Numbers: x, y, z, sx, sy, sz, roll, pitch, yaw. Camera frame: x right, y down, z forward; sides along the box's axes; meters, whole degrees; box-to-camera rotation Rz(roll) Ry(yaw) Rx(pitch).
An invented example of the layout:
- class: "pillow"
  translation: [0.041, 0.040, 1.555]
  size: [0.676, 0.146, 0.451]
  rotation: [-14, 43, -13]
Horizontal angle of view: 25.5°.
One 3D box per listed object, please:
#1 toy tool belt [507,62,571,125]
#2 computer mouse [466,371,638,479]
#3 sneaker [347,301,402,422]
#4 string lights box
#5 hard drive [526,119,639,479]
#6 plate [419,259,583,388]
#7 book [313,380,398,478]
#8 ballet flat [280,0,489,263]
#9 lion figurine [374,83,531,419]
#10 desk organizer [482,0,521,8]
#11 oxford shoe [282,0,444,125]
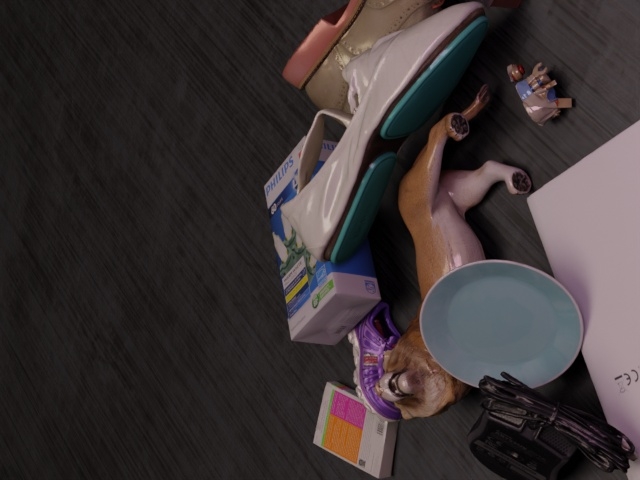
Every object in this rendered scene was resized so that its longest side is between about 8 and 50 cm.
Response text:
- class: "toy tool belt"
  translation: [0.261, -0.182, 1.675]
  size: [0.051, 0.052, 0.083]
  rotation: [-30, 70, 17]
- class: "computer mouse"
  translation: [0.252, 0.218, 1.639]
  size: [0.188, 0.072, 0.272]
  rotation: [30, 159, 4]
- class: "sneaker"
  translation: [0.084, 0.164, 1.930]
  size: [0.071, 0.068, 0.170]
  rotation: [-29, 70, 45]
- class: "string lights box"
  translation: [0.000, 0.000, 1.974]
  size: [0.133, 0.076, 0.260]
  rotation: [-49, 43, 44]
- class: "hard drive"
  translation: [0.366, 0.064, 1.549]
  size: [0.233, 0.047, 0.353]
  rotation: [-38, 64, 49]
- class: "plate"
  translation: [0.208, 0.095, 1.629]
  size: [0.024, 0.188, 0.188]
  rotation: [-72, 7, -54]
- class: "book"
  translation: [0.052, 0.267, 2.012]
  size: [0.144, 0.035, 0.096]
  rotation: [22, 108, 50]
- class: "ballet flat"
  translation: [0.060, -0.151, 1.775]
  size: [0.139, 0.139, 0.400]
  rotation: [52, 125, 37]
- class: "lion figurine"
  translation: [0.159, 0.022, 1.780]
  size: [0.240, 0.142, 0.392]
  rotation: [-29, 56, 59]
- class: "desk organizer"
  translation: [0.235, -0.340, 1.682]
  size: [0.047, 0.050, 0.130]
  rotation: [58, 136, 32]
- class: "oxford shoe"
  translation: [0.116, -0.300, 1.819]
  size: [0.146, 0.140, 0.397]
  rotation: [46, 130, 1]
